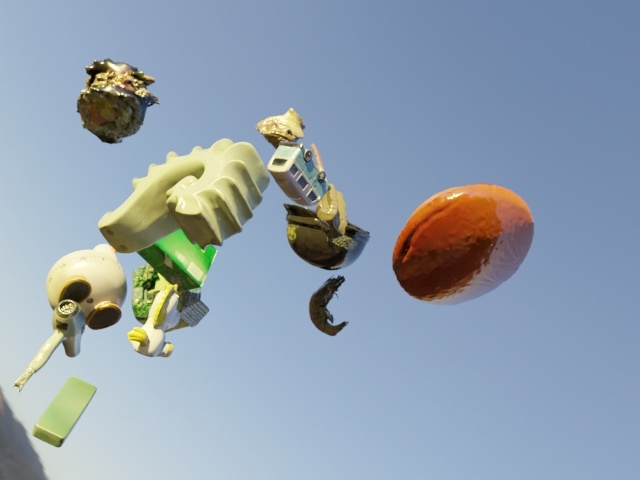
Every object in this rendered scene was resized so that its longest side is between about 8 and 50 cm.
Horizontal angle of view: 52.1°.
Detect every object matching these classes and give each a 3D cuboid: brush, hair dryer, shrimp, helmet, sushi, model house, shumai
[{"bbox_3d":[0.011,-0.134,1.592,0.084,0.071,0.301,66,9,-47],"label":"brush"},{"bbox_3d":[-0.722,0.307,1.778,0.092,0.267,0.229,24,-25,5],"label":"hair dryer"},{"bbox_3d":[0.034,0.197,1.941,0.150,0.051,0.217,58,-43,26],"label":"shrimp"},{"bbox_3d":[0.000,0.000,1.874,0.230,0.278,0.160,20,-88,58],"label":"helmet"},{"bbox_3d":[-0.663,-0.461,2.117,0.225,0.238,0.219,-39,-134,37],"label":"sushi"},{"bbox_3d":[-0.451,0.156,2.010,0.195,0.189,0.214,68,15,-57],"label":"model house"},{"bbox_3d":[-0.101,-0.318,1.877,0.145,0.116,0.145,43,12,-12],"label":"shumai"}]

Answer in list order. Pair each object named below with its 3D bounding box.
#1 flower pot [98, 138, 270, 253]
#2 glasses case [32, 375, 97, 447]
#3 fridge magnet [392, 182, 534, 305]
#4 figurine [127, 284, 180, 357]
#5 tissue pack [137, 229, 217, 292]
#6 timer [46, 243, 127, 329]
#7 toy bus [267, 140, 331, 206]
[{"bbox_3d":[-0.314,-0.097,1.498,0.367,0.254,0.165,-5,-49,29],"label":"flower pot"},{"bbox_3d":[-0.613,0.409,1.575,0.077,0.184,0.039,28,-63,-7],"label":"glasses case"},{"bbox_3d":[0.346,0.011,1.605,0.155,0.363,0.364,-112,-167,-49],"label":"fridge magnet"},{"bbox_3d":[-0.370,0.184,1.512,0.109,0.178,0.130,24,-25,12],"label":"figurine"},{"bbox_3d":[-0.425,0.027,1.836,0.156,0.148,0.209,-13,-47,35],"label":"tissue pack"},{"bbox_3d":[-0.704,0.131,1.981,0.240,0.233,0.234,-128,-158,-53],"label":"timer"},{"bbox_3d":[-0.039,-0.113,1.180,0.060,0.075,0.123,13,-28,39],"label":"toy bus"}]
